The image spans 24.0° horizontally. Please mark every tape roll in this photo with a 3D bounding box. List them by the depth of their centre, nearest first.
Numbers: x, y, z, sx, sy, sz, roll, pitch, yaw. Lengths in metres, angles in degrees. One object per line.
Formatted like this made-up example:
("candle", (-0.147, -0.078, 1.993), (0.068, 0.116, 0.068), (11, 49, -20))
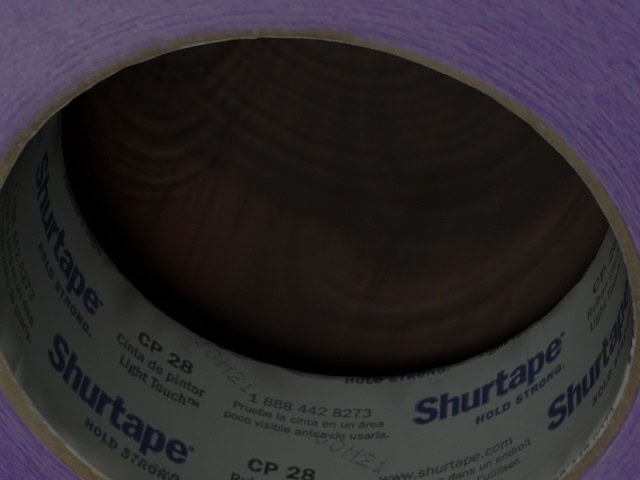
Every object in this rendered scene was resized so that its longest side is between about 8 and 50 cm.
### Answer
("tape roll", (0.000, 0.000, 0.451), (0.275, 0.090, 0.274), (4, 127, 6))
